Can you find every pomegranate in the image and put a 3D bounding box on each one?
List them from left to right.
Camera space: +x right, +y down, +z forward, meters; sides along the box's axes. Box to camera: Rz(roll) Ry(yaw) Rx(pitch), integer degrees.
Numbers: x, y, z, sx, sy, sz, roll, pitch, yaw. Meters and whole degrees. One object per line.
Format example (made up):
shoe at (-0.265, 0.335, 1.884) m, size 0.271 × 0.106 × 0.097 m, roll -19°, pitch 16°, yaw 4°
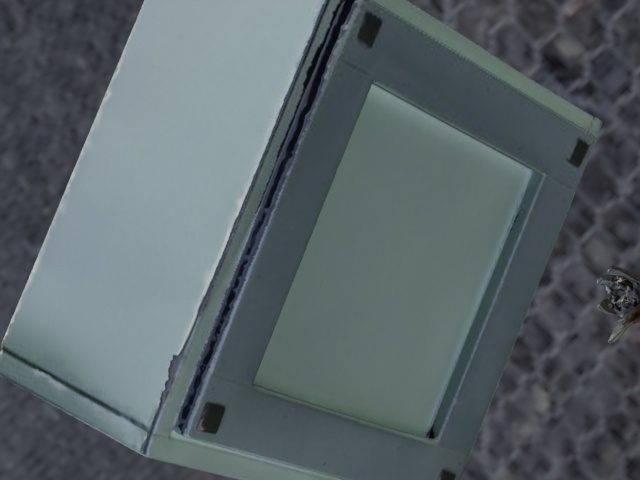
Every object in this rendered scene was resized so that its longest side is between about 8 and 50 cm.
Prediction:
pomegranate at (0.318, 0.052, 1.596) m, size 0.129 × 0.159 × 0.129 m, roll -2°, pitch 87°, yaw 46°

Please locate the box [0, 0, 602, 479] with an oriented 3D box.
box at (0.000, 0.000, 0.911) m, size 0.117 × 0.225 × 0.225 m, roll 22°, pitch 180°, yaw 41°
